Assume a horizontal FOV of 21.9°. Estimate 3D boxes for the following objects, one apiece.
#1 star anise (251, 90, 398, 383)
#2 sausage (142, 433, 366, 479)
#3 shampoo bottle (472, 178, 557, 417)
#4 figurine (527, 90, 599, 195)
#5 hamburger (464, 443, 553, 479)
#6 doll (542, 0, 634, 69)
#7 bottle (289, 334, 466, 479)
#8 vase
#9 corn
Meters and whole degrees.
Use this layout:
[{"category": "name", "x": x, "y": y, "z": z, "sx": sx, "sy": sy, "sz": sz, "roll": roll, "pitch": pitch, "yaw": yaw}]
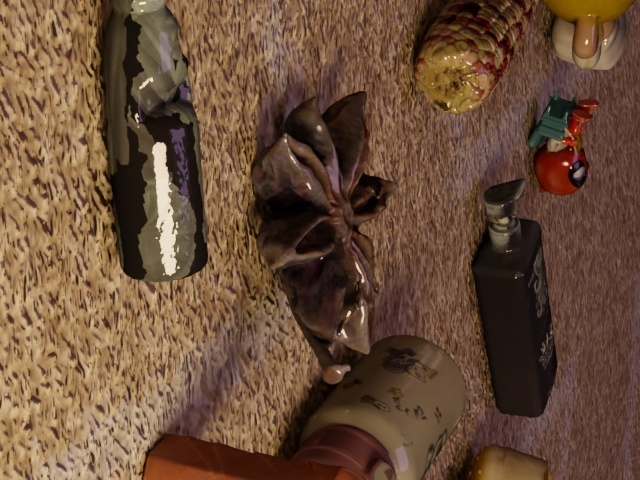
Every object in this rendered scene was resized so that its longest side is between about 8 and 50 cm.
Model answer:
[{"category": "star anise", "x": 0.000, "y": 0.000, "z": 1.299, "sx": 0.230, "sy": 0.081, "sz": 0.262, "roll": 64, "pitch": 28, "yaw": -55}, {"category": "sausage", "x": -0.037, "y": 0.177, "z": 1.144, "sx": 0.065, "sy": 0.169, "sz": 0.065, "roll": 9, "pitch": 90, "yaw": -66}, {"category": "shampoo bottle", "x": 0.220, "y": 0.063, "z": 1.889, "sx": 0.098, "sy": 0.071, "sz": 0.309, "roll": -59, "pitch": 147, "yaw": -40}, {"category": "figurine", "x": 0.291, "y": -0.110, "z": 2.005, "sx": 0.068, "sy": 0.075, "sz": 0.140, "roll": -60, "pitch": 160, "yaw": -47}, {"category": "hamburger", "x": 0.207, "y": 0.338, "z": 1.873, "sx": 0.173, "sy": 0.116, "sz": 0.210, "roll": 64, "pitch": 32, "yaw": -53}, {"category": "doll", "x": 0.305, "y": -0.354, "z": 1.867, "sx": 0.423, "sy": 0.161, "sz": 0.348, "roll": 72, "pitch": 20, "yaw": -49}, {"category": "bottle", "x": 0.042, "y": 0.175, "z": 1.425, "sx": 0.233, "sy": 0.110, "sz": 0.110, "roll": -44, "pitch": 136, "yaw": -58}, {"category": "vase", "x": -0.107, "y": -0.080, "z": 1.036, "sx": 0.060, "sy": 0.060, "sz": 0.211, "roll": -44, "pitch": 135, "yaw": -57}, {"category": "corn", "x": 0.161, "y": -0.213, "z": 1.628, "sx": 0.253, "sy": 0.086, "sz": 0.086, "roll": -56, "pitch": 146, "yaw": -49}]
